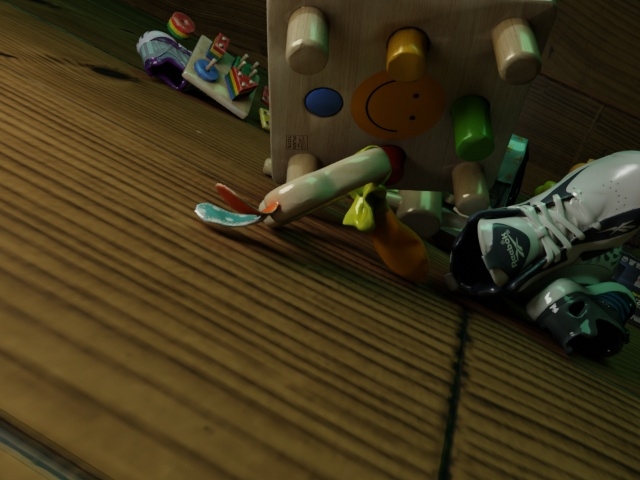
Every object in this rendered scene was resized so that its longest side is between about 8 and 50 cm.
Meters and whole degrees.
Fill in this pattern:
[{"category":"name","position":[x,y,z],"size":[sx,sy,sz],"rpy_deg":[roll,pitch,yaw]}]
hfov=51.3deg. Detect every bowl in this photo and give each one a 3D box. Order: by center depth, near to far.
[{"category":"bowl","position":[0.284,0.031,0.793],"size":[0.170,0.170,0.080],"rpy_deg":[17,55,-31]}]

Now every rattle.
[{"category":"rattle","position":[0.000,0.000,0.573],"size":[0.130,0.142,0.200],"rpy_deg":[-6,12,28]}]

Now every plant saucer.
[{"category":"plant saucer","position":[0.218,0.000,0.936],"size":[0.168,0.029,0.168],"rpy_deg":[15,16,-5]}]

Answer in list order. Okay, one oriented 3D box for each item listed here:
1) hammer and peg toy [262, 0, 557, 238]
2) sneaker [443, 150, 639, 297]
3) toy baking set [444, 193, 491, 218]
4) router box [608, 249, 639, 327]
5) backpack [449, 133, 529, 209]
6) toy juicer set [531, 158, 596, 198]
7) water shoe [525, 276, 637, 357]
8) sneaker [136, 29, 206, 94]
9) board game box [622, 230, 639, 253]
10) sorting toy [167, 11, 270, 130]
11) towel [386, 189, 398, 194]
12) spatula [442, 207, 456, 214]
[{"category":"hammer and peg toy","position":[0.066,-0.108,0.709],"size":[0.266,0.361,0.127],"rpy_deg":[3,53,-2]},{"category":"sneaker","position":[0.220,-0.007,0.660],"size":[0.153,0.235,0.094],"rpy_deg":[-20,86,-55]},{"category":"toy baking set","position":[0.311,-0.029,1.157],"size":[0.256,0.030,0.197],"rpy_deg":[16,16,-38]},{"category":"router box","position":[0.455,0.064,1.015],"size":[0.122,0.092,0.038],"rpy_deg":[29,14,16]},{"category":"backpack","position":[0.347,-0.139,1.375],"size":[0.144,0.188,0.166],"rpy_deg":[27,15,7]},{"category":"toy juicer set","position":[0.534,-0.059,1.443],"size":[0.209,0.329,0.089],"rpy_deg":[0,61,-24]},{"category":"water shoe","position":[0.292,0.092,0.714],"size":[0.203,0.073,0.080],"rpy_deg":[7,44,-42]},{"category":"sneaker","position":[-0.233,-0.294,1.225],"size":[0.224,0.083,0.098],"rpy_deg":[17,44,-38]},{"category":"board game box","position":[0.626,-0.017,1.385],"size":[0.194,0.194,0.060],"rpy_deg":[10,34,-46]},{"category":"sorting toy","position":[-0.160,-0.301,1.203],"size":[0.274,0.046,0.132],"rpy_deg":[34,40,-23]},{"category":"towel","position":[0.092,-0.067,0.961],"size":[0.113,0.023,0.152],"rpy_deg":[19,5,-11]},{"category":"spatula","position":[0.229,-0.030,1.122],"size":[0.168,0.019,0.242],"rpy_deg":[35,16,31]}]
